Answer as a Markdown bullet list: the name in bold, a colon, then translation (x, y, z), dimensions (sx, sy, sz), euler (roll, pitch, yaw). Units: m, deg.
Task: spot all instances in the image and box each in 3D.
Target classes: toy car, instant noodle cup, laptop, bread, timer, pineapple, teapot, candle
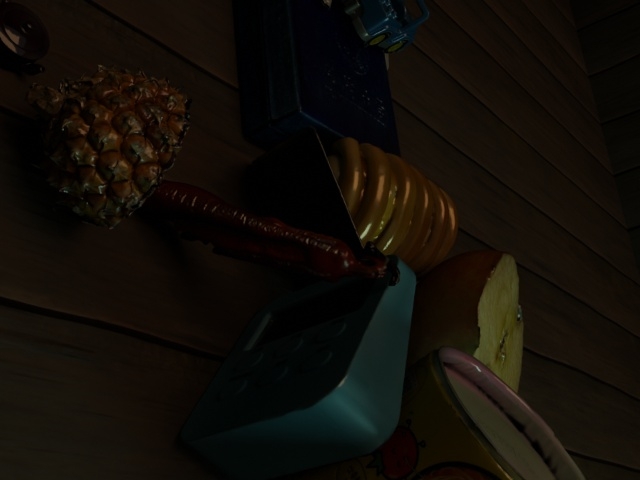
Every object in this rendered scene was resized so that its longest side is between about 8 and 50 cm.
- **toy car**: translation (0.103, -0.357, 1.305), dimensions (0.097, 0.100, 0.191), euler (65, 23, 6)
- **instant noodle cup**: translation (0.125, 0.287, 0.910), dimensions (0.325, 0.254, 0.325), euler (41, 15, -13)
- **laptop**: translation (0.000, 0.000, 1.081), dimensions (0.015, 0.188, 0.269), euler (-23, 91, -28)
- **bread**: translation (0.102, -0.033, 1.252), dimensions (0.311, 0.121, 0.172), euler (20, 93, -50)
- **timer**: translation (-0.019, 0.123, 0.925), dimensions (0.091, 0.232, 0.250), euler (47, 37, -26)
- **pineapple**: translation (-0.225, -0.112, 0.831), dimensions (0.137, 0.161, 0.176), euler (34, 43, -27)
- **teapot**: translation (-0.309, -0.214, 0.863), dimensions (0.068, 0.045, 0.100), euler (-35, 102, -59)
- **candle**: translation (-0.056, -0.004, 0.922), dimensions (0.084, 0.302, 0.059), euler (71, 38, -61)

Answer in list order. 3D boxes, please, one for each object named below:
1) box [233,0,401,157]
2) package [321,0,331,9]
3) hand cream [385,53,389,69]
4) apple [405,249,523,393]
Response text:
- **box**: translation (-0.001, -0.247, 1.284), dimensions (0.261, 0.116, 0.278), euler (24, 54, -50)
- **package**: translation (0.010, -0.378, 1.259), dimensions (0.037, 0.015, 0.110), euler (47, 33, -25)
- **hand cream**: translation (0.050, -0.448, 1.502), dimensions (0.314, 0.089, 0.139), euler (42, 41, -42)
- **apple**: translation (0.202, 0.153, 1.287), dimensions (0.251, 0.163, 0.292), euler (-46, 135, -53)
